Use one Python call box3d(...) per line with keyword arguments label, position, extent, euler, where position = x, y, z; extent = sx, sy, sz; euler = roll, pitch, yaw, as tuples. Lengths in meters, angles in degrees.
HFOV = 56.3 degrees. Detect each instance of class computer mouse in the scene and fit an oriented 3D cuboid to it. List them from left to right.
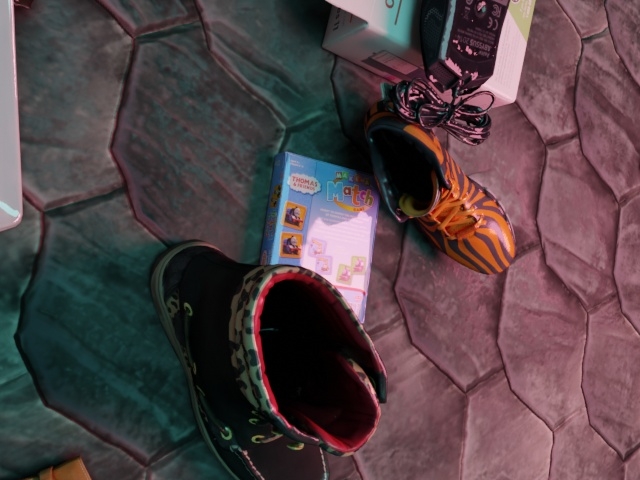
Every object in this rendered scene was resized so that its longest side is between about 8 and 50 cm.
box3d(label="computer mouse", position=(0.169, -0.272, 0.771), extent=(0.189, 0.072, 0.272), euler=(9, 98, -37))

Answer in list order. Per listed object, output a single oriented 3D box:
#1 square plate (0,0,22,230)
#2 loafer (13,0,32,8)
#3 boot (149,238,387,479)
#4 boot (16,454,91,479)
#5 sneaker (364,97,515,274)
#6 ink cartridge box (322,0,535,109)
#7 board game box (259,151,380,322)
box3d(label="square plate", position=(-0.393, -0.138, 0.453), extent=(0.344, 0.049, 0.346), euler=(-29, 131, -59))
box3d(label="loafer", position=(-0.390, -0.243, 0.579), extent=(0.220, 0.080, 0.078), euler=(-5, 117, -30))
box3d(label="boot", position=(-0.042, 0.173, 0.655), extent=(0.138, 0.284, 0.377), euler=(-26, 102, -28))
box3d(label="boot", position=(-0.290, 0.344, 0.636), extent=(0.153, 0.073, 0.197), euler=(-25, 105, -32))
box3d(label="sneaker", position=(0.161, -0.046, 0.827), extent=(0.321, 0.125, 0.180), euler=(46, 24, -13))
box3d(label="ink cartridge box", position=(0.136, -0.342, 0.855), extent=(0.354, 0.119, 0.206), euler=(17, 83, -30))
box3d(label="board game box", position=(0.000, 0.000, 0.823), extent=(0.160, 0.039, 0.211), euler=(11, 85, -30))
